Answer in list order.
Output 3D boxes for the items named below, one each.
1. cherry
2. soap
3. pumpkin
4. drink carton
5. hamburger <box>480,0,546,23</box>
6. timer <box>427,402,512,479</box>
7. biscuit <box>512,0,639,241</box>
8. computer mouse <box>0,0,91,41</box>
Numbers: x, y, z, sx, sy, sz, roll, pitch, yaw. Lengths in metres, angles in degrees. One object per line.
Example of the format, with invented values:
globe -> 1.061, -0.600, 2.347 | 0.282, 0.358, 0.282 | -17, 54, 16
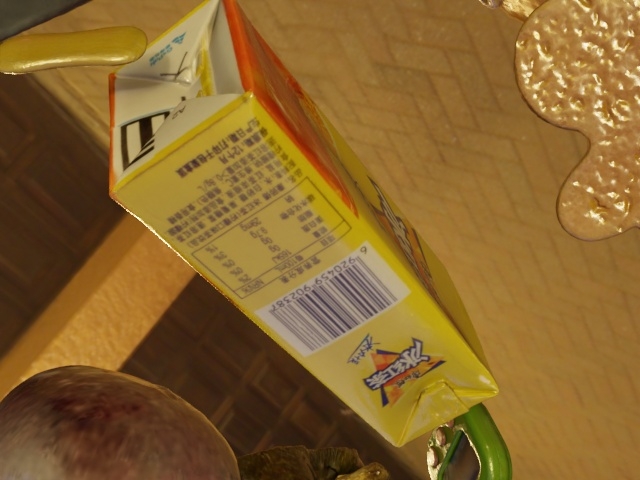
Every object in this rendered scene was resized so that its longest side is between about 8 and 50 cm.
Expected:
cherry -> -0.164, 0.199, 0.653 | 0.266, 0.184, 0.213 | 31, 169, 37
soap -> -0.144, -0.110, 0.485 | 0.012, 0.089, 0.034 | 86, 177, -50
pumpkin -> -0.029, 0.297, 0.887 | 0.317, 0.221, 0.139 | 38, -146, -62
drink carton -> 0.000, 0.000, 0.627 | 0.351, 0.111, 0.155 | 46, -162, -39
hamburger -> 0.288, -0.390, 1.008 | 0.261, 0.186, 0.303 | 29, 153, 37
timer -> 0.172, 0.259, 0.981 | 0.128, 0.047, 0.140 | -113, 29, -46
biscuit -> 0.210, -0.049, 0.480 | 0.240, 0.158, 0.035 | 47, -163, 6
computer mouse -> -0.251, -0.244, 0.617 | 0.122, 0.371, 0.188 | 46, 158, 21
